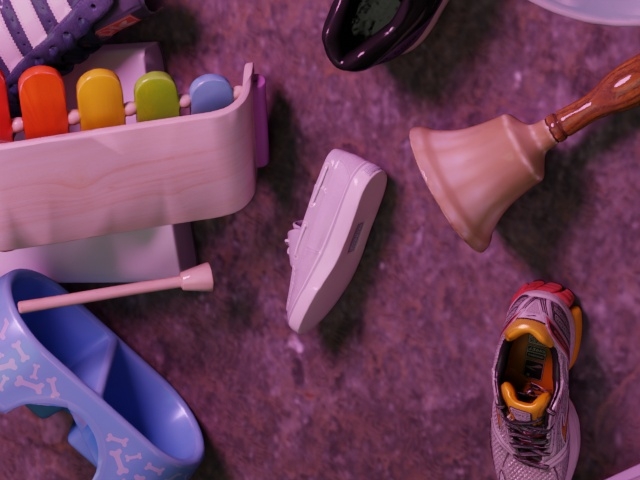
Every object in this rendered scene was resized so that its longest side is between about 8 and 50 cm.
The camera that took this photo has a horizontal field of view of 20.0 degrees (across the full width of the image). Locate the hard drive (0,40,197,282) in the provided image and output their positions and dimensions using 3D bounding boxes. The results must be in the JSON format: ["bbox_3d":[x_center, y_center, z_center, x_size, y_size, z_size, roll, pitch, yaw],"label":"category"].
[{"bbox_3d":[-0.303,-0.072,1.794,0.353,0.047,0.233,-1,109,23],"label":"hard drive"}]

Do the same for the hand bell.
[{"bbox_3d":[0.211,-0.102,1.557,0.242,0.126,0.126,-30,97,16],"label":"hand bell"}]

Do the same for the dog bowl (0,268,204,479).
[{"bbox_3d":[-0.231,0.144,1.770,0.074,0.166,0.297,-40,107,17],"label":"dog bowl"}]

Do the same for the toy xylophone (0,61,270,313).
[{"bbox_3d":[-0.199,-0.051,1.648,0.323,0.081,0.236,-3,129,-14],"label":"toy xylophone"}]

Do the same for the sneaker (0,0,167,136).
[{"bbox_3d":[-0.229,-0.199,1.637,0.148,0.131,0.350,27,105,12],"label":"sneaker"}]

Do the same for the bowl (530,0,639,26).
[{"bbox_3d":[0.239,-0.334,1.370,0.312,0.163,0.311,-1,124,-2],"label":"bowl"}]

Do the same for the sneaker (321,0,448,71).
[{"bbox_3d":[0.093,-0.258,1.514,0.107,0.124,0.283,32,118,8],"label":"sneaker"}]

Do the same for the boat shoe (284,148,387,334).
[{"bbox_3d":[0.000,0.000,1.690,0.063,0.066,0.184,33,122,23],"label":"boat shoe"}]

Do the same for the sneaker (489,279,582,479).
[{"bbox_3d":[0.187,0.153,1.653,0.088,0.093,0.225,5,112,21],"label":"sneaker"}]

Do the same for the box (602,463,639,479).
[{"bbox_3d":[0.320,0.268,1.533,0.231,0.262,0.126,-29,97,21],"label":"box"}]
